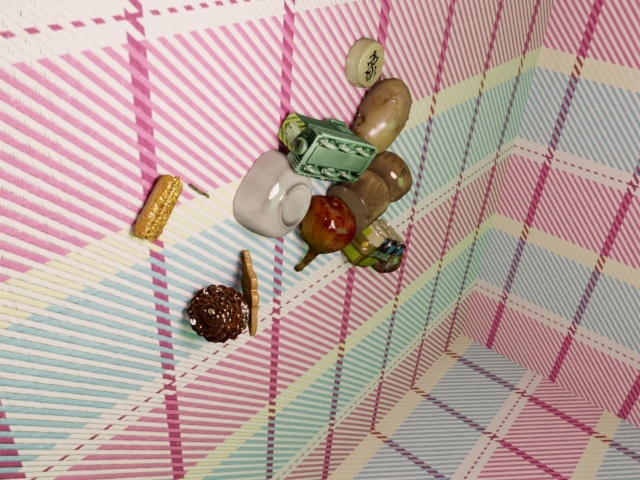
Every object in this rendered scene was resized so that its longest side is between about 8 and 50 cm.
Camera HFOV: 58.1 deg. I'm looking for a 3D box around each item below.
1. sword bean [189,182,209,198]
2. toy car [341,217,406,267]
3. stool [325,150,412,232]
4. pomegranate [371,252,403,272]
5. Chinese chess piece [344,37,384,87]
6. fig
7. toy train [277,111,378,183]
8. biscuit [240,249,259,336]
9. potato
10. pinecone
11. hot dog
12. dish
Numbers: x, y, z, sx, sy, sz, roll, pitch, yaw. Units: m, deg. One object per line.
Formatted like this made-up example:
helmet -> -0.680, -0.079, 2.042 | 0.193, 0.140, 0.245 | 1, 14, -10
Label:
sword bean -> -0.297, -0.121, 1.412 | 0.012, 0.012, 0.083 | -61, 151, -4
toy car -> 0.173, 0.011, 2.123 | 0.198, 0.204, 0.247 | -46, 153, 18
stool -> 0.164, -0.165, 1.937 | 0.264, 0.179, 0.179 | -40, 143, -34
pomegranate -> 0.263, 0.063, 2.336 | 0.149, 0.148, 0.169 | -62, 176, -2
Chinese chess piece -> 0.134, -0.528, 1.719 | 0.144, 0.058, 0.144 | -38, 143, -36
fig -> -0.007, -0.030, 1.849 | 0.190, 0.191, 0.290 | -38, 178, -37
toy train -> 0.013, -0.264, 1.626 | 0.330, 0.178, 0.139 | 2, 131, -53
biscuit -> -0.200, 0.150, 1.643 | 0.035, 0.162, 0.251 | -3, 93, -15
potato -> 0.192, -0.390, 1.820 | 0.263, 0.165, 0.165 | -59, 151, 6
pinecone -> -0.268, 0.199, 1.583 | 0.163, 0.162, 0.165 | -65, 164, 3
hot dog -> -0.365, -0.075, 1.307 | 0.165, 0.045, 0.071 | -62, 148, 0
dish -> -0.112, -0.114, 1.604 | 0.256, 0.117, 0.256 | -36, 140, -37
